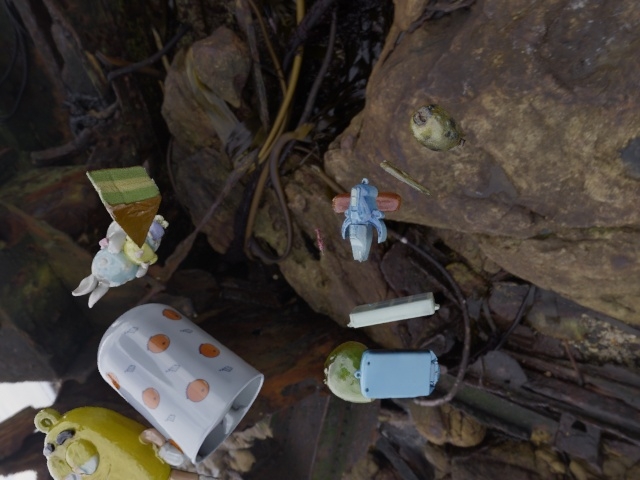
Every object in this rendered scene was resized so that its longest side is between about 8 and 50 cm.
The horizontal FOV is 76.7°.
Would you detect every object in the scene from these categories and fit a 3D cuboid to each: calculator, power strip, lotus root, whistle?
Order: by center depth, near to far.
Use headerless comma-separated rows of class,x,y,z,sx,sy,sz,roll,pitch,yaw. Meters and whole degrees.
power strip,0.212,0.204,1.200,0.271,0.118,0.046,-14,93,16
whistle,0.137,-0.066,1.307,0.180,0.093,0.268,9,100,49
calculator,0.256,0.443,1.350,0.051,0.294,0.172,-147,59,-79
lotus root,0.432,-0.394,1.474,0.154,0.278,0.153,-13,72,44

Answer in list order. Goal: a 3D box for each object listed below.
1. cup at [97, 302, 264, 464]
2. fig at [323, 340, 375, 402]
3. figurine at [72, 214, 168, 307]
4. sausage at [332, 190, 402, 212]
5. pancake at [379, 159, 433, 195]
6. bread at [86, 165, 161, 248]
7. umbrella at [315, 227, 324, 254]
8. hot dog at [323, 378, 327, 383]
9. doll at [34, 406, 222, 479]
cup,-0.311,0.287,0.885,0.318,0.212,0.212,33,137,16
fig,0.115,0.496,1.496,0.229,0.208,0.207,-101,17,-44
figurine,-0.470,0.044,0.972,0.156,0.235,0.127,-4,135,12
sausage,0.200,-0.164,1.743,0.301,0.083,0.089,-2,98,5
pancake,0.290,-0.209,1.370,0.212,0.235,0.029,32,107,-3
bread,-0.313,-0.041,0.626,0.074,0.084,0.139,54,131,15
umbrella,0.000,0.000,1.815,0.027,0.165,0.025,-34,133,21
hot dog,0.044,0.564,1.645,0.041,0.057,0.133,52,154,24
doll,-0.439,0.549,0.936,0.424,0.161,0.347,14,111,-12
